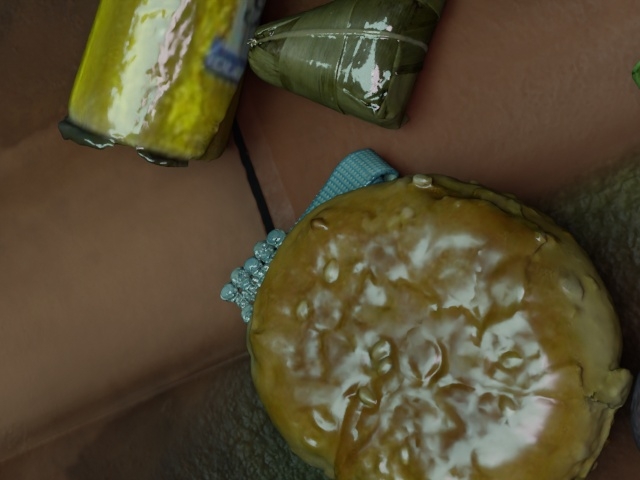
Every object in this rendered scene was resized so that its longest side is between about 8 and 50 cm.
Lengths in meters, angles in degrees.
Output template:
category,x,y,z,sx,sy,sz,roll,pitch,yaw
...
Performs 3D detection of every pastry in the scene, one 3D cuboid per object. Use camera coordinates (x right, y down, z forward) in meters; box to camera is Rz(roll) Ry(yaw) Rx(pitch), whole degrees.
category,x,y,z,sx,sy,sz,roll,pitch,yaw
pastry,0.104,0.094,1.169,0.316,0.184,0.284,26,94,28

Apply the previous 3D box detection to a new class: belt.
category,x,y,z,sx,sy,sz,roll,pitch,yaw
belt,-0.003,-0.003,1.279,0.065,0.100,0.179,43,109,39

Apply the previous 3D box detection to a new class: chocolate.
category,x,y,z,sx,sy,sz,roll,pitch,yaw
chocolate,-0.107,-0.289,1.291,0.162,0.162,0.445,23,103,28

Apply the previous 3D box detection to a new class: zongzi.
category,x,y,z,sx,sy,sz,roll,pitch,yaw
zongzi,0.028,-0.202,1.261,0.160,0.078,0.176,22,97,18

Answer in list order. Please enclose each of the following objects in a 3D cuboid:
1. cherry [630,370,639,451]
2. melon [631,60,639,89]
category,x,y,z,sx,sy,sz,roll,pitch,yaw
cherry,0.311,0.121,1.060,0.140,0.176,0.176,21,105,57
melon,0.385,-0.185,1.021,0.196,0.124,0.323,43,107,21
